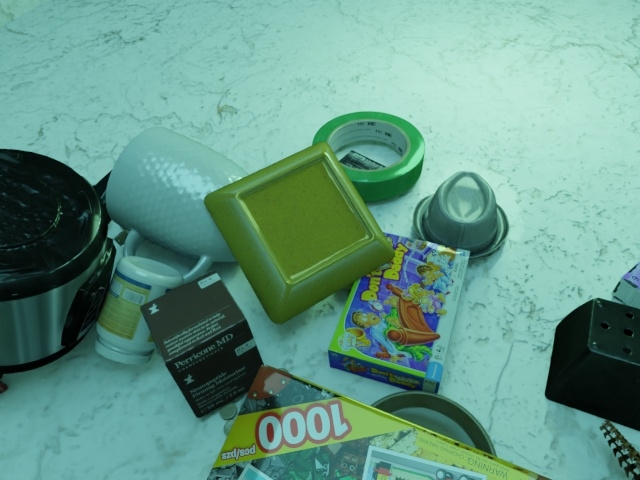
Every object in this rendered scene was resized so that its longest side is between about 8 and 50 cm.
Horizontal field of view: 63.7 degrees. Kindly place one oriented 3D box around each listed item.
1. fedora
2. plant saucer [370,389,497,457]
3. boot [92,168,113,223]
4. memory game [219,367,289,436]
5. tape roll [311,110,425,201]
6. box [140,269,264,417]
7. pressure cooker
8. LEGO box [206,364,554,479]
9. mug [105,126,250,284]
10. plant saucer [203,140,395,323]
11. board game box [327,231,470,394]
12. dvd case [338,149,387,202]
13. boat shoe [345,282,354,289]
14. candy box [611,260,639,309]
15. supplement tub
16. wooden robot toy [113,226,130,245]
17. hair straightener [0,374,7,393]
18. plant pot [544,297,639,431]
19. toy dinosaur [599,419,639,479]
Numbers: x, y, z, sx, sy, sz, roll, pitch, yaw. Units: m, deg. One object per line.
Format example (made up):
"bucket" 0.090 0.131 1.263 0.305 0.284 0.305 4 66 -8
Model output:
"fedora" 0.358 -0.083 1.296 0.243 0.124 0.276 14 47 16
"plant saucer" 0.183 0.412 0.944 0.277 0.041 0.278 -3 48 3
"boot" -0.663 -0.159 1.488 0.207 0.094 0.247 14 57 12
"memory game" -0.115 0.341 1.053 0.186 0.012 0.186 -3 49 3
"tape roll" 0.136 -0.249 1.484 0.320 0.077 0.322 -1 49 2
"box" -0.231 0.209 1.043 0.168 0.203 0.167 -27 45 -17
"pressure cooker" -0.648 0.065 1.088 0.369 0.421 0.376 -18 60 -38
"LEGO box" 0.069 0.463 0.766 0.499 0.193 0.373 16 63 18
"mug" -0.328 -0.053 1.266 0.327 0.276 0.374 25 72 12
"plant saucer" -0.036 -0.040 1.132 0.332 0.081 0.333 -28 80 -18
"board game box" 0.183 0.149 1.151 0.233 0.078 0.347 13 51 16
"dvd case" 0.087 -0.167 1.478 0.164 0.018 0.221 31 57 27
"boat shoe" 0.081 0.041 1.267 0.062 0.059 0.170 7 50 11
"candy box" 0.783 0.118 1.127 0.164 0.070 0.196 -31 53 -21
"supplement tub" -0.393 0.148 1.109 0.144 0.144 0.200 23 94 23
"wooden robot toy" -0.519 -0.043 1.410 0.079 0.076 0.173 -25 40 31
"hair straightener" -0.795 0.342 1.100 0.230 0.047 0.089 -32 53 -16
"plant pot" 0.562 0.220 0.995 0.187 0.167 0.188 16 51 19
"toy dinosaur" 0.523 0.467 0.826 0.218 0.165 0.322 3 29 -11
